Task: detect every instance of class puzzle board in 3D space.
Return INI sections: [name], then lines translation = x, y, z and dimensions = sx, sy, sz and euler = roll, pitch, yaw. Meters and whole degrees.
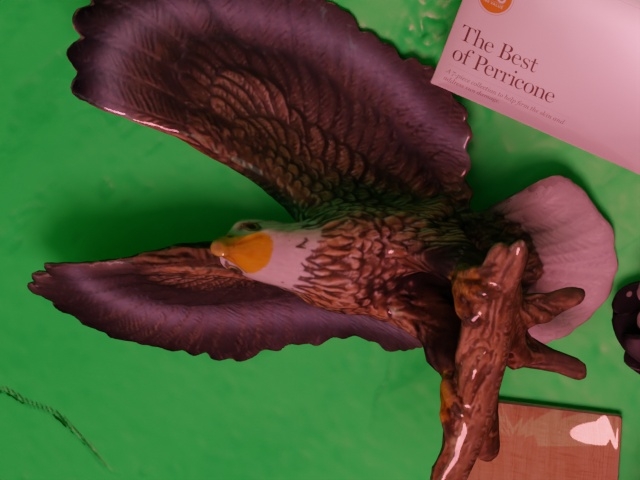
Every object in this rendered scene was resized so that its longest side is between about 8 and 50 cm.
[puzzle board]
translation = 0.128, 0.155, 1.121
dimensions = 0.096, 0.011, 0.128
euler = 5, 112, 14

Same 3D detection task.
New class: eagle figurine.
[eagle figurine]
translation = -0.006, -0.004, 1.033
dimensions = 0.298, 0.225, 0.226
euler = 30, 75, 37

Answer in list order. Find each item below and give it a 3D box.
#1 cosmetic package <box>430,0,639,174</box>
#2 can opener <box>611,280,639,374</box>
[cosmetic package]
translation = 0.187, -0.084, 0.985
dimensions = 0.239, 0.060, 0.099
euler = 24, 114, 8
[can opener]
translation = 0.237, 0.038, 1.002
dimensions = 0.186, 0.059, 0.073
euler = -12, 149, 40
